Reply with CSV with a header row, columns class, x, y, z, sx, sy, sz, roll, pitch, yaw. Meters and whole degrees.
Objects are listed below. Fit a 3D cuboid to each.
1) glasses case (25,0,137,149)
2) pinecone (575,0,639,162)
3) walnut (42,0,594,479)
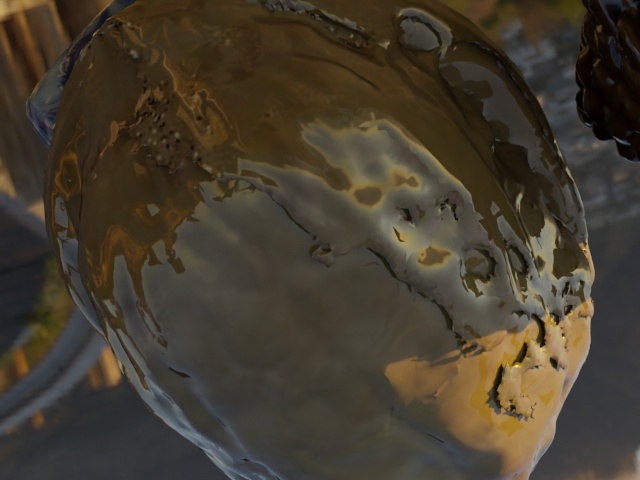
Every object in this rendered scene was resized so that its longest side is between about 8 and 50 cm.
class,x,y,z,sx,sy,sz,roll,pitch,yaw
glasses case,-0.057,-0.130,0.851,0.248,0.087,0.065,-46,169,-19
pinecone,0.169,-0.079,0.532,0.173,0.174,0.173,-18,175,-2
walnut,0.000,0.000,0.581,0.198,0.245,0.198,-29,-146,21
